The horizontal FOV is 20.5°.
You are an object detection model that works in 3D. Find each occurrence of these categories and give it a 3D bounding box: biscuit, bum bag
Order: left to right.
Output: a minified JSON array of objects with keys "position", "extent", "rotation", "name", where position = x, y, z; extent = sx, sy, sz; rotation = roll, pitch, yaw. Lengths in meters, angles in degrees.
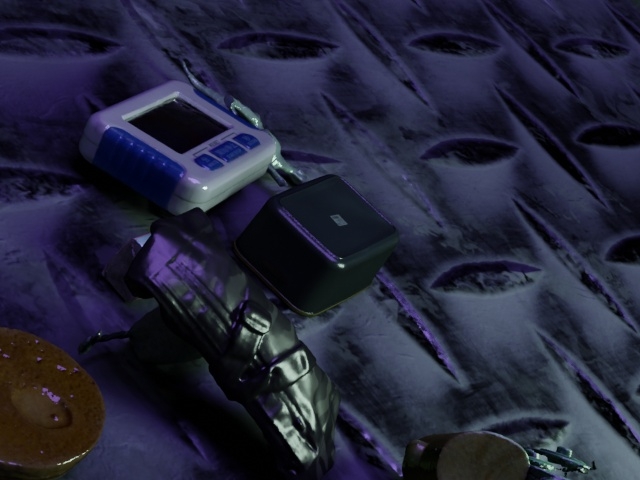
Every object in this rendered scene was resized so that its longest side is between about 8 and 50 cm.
[{"position":[-0.303,0.161,1.697],"extent":[0.181,0.049,0.208],"rotation":[48,30,20],"name":"biscuit"},{"position":[-0.077,0.111,1.868],"extent":[0.340,0.095,0.144],"rotation":[54,45,-18],"name":"bum bag"}]

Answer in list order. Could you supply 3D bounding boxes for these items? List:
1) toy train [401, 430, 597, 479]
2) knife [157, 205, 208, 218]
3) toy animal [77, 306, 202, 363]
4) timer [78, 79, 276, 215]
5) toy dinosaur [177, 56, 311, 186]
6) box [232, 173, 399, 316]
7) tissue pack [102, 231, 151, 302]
[{"position":[0.178,0.273,1.894],"extent":[0.189,0.126,0.307],"rotation":[11,-7,-4],"name":"toy train"},{"position":[-0.168,-0.033,2.176],"extent":[0.072,0.019,0.245],"rotation":[19,30,-21],"name":"knife"},{"position":[-0.179,0.098,1.898],"extent":[0.253,0.079,0.070],"rotation":[-2,42,-49],"name":"toy animal"},{"position":[-0.176,-0.110,2.198],"extent":[0.178,0.078,0.253],"rotation":[32,25,11],"name":"timer"},{"position":[-0.109,-0.158,2.385],"extent":[0.242,0.053,0.167],"rotation":[44,5,34],"name":"toy dinosaur"},{"position":[0.000,0.000,2.233],"extent":[0.144,0.090,0.201],"rotation":[44,29,14],"name":"box"},{"position":[-0.190,0.025,2.003],"extent":[0.059,0.074,0.094],"rotation":[51,29,10],"name":"tissue pack"}]
